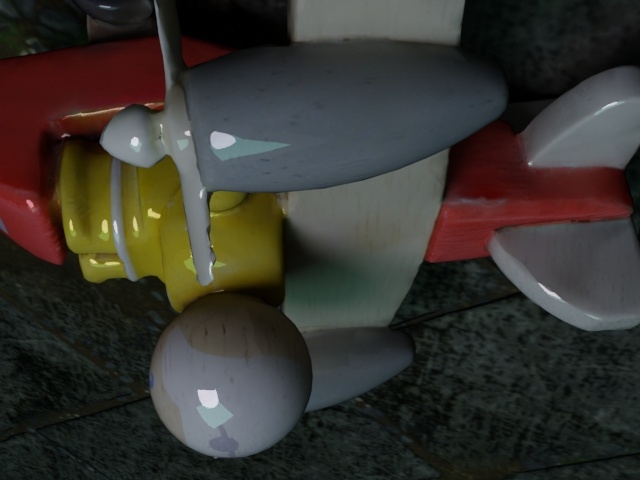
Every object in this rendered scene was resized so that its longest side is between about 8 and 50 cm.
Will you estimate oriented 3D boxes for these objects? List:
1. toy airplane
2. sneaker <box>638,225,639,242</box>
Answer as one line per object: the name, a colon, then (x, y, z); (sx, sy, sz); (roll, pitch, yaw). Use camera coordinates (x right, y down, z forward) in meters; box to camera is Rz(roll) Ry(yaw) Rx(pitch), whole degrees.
toy airplane: (0.000, 0.000, 0.580); (0.384, 0.272, 0.386); (-12, 142, 42)
sneaker: (0.307, -0.051, 0.507); (0.258, 0.169, 0.447); (-1, 148, 12)
